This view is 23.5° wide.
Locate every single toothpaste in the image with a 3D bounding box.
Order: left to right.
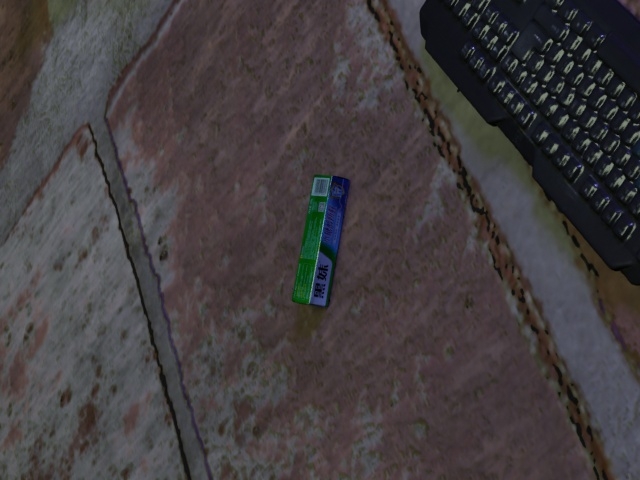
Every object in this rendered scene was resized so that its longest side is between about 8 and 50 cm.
[{"bbox_3d":[0.000,0.000,0.974,0.020,0.017,0.083,6,85,51],"label":"toothpaste"}]

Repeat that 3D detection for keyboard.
[{"bbox_3d":[0.131,-0.087,0.823,0.106,0.016,0.262,-59,40,25],"label":"keyboard"}]
